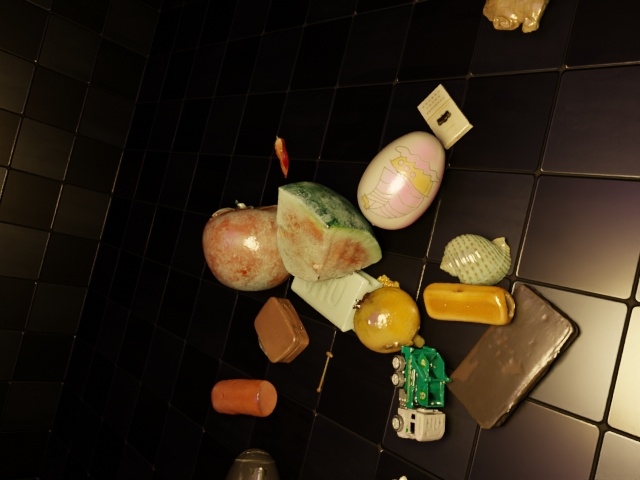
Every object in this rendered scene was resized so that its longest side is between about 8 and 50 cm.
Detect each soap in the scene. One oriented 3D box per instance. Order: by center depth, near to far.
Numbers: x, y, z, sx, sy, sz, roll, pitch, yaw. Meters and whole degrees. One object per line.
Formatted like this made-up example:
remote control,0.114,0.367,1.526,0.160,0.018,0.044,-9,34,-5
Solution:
soap,0.040,0.134,1.574,0.265,0.087,0.160,33,103,48

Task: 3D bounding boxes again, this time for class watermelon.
watermelon,0.000,0.000,1.456,0.258,0.387,0.228,-45,61,11

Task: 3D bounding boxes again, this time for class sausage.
sausage,-0.257,0.504,1.764,0.259,0.113,0.114,-11,71,41

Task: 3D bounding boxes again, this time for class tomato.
tomato,-0.211,0.012,1.710,0.316,0.316,0.283,1,98,45

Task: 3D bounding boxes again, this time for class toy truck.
toy truck,0.242,0.360,1.290,0.116,0.110,0.216,-12,72,61

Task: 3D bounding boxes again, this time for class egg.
egg,0.213,-0.153,1.419,0.271,0.196,0.196,-47,50,29

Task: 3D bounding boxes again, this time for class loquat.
loquat,0.177,0.208,1.395,0.204,0.149,0.172,37,83,10

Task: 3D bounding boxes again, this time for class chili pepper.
chili pepper,-0.130,-0.294,1.915,0.045,0.027,0.178,-37,55,37

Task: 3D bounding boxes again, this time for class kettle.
kettle,-0.211,0.766,1.602,0.268,0.207,0.290,130,143,-60

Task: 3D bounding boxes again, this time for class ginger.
ginger,0.475,-0.594,1.369,0.213,0.074,0.137,39,97,39

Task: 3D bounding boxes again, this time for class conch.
conch,0.360,0.049,1.290,0.153,0.102,0.135,-22,79,39

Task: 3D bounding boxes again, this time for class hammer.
hammer,0.012,0.385,1.599,0.029,0.014,0.123,21,97,54

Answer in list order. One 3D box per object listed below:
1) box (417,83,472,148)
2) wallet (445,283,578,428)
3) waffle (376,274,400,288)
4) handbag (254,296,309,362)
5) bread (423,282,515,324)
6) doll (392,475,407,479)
box,0.332,-0.334,1.471,0.090,0.024,0.167,-43,52,28
wallet,0.416,0.260,1.212,0.310,0.042,0.165,-57,45,15
waffle,0.180,0.133,1.499,0.078,0.016,0.085,-58,44,16
handbag,-0.129,0.286,1.724,0.151,0.072,0.193,-50,51,24
bread,0.344,0.144,1.265,0.239,0.073,0.093,-3,100,57
doll,0.213,0.622,1.287,0.207,0.081,0.129,0,98,43
